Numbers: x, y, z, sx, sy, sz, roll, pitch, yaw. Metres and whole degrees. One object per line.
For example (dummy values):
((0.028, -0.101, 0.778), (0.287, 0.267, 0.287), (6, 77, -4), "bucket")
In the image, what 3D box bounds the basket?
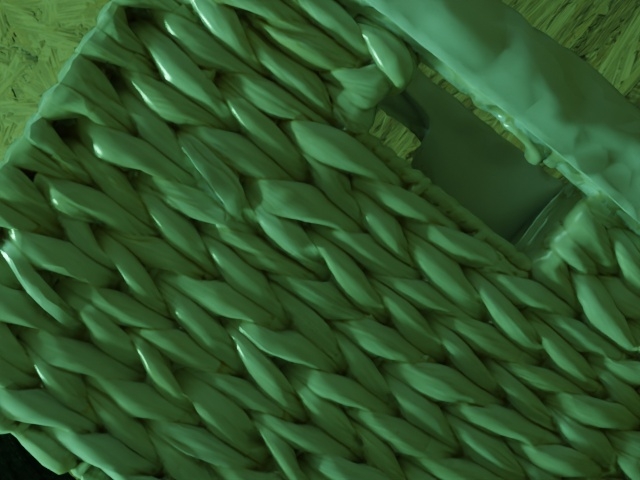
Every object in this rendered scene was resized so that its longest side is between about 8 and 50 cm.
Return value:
((0.000, 0.000, 0.587), (0.266, 0.328, 0.331), (-52, 11, 5), "basket")

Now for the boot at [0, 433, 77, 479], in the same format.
((-0.109, 0.207, 0.504), (0.131, 0.260, 0.348), (-52, 10, -7), "boot")
